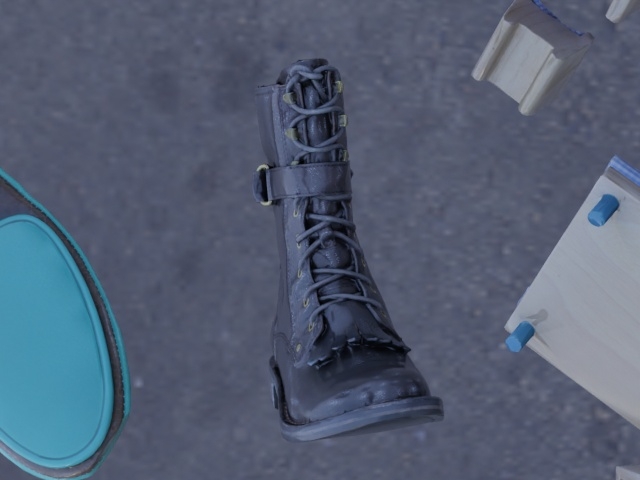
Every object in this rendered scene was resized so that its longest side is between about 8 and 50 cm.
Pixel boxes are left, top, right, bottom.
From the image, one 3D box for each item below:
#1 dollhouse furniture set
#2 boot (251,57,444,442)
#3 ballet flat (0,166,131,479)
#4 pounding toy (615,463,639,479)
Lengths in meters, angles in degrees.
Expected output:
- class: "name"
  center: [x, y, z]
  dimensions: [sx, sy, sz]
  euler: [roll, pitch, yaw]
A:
- class: "dollhouse furniture set"
  center: [0.215, -0.039, 1.029]
  dimensions: [0.286, 0.198, 0.303]
  euler: [36, 133, 12]
- class: "boot"
  center: [0.000, 0.000, 1.209]
  dimensions: [0.263, 0.091, 0.229]
  euler: [-160, 64, -74]
- class: "ballet flat"
  center: [-0.161, 0.006, 0.884]
  dimensions: [0.083, 0.087, 0.247]
  euler: [-34, 77, -8]
- class: "pounding toy"
  center: [0.348, 0.249, 1.845]
  dimensions: [0.181, 0.094, 0.206]
  euler: [-177, 84, -80]
